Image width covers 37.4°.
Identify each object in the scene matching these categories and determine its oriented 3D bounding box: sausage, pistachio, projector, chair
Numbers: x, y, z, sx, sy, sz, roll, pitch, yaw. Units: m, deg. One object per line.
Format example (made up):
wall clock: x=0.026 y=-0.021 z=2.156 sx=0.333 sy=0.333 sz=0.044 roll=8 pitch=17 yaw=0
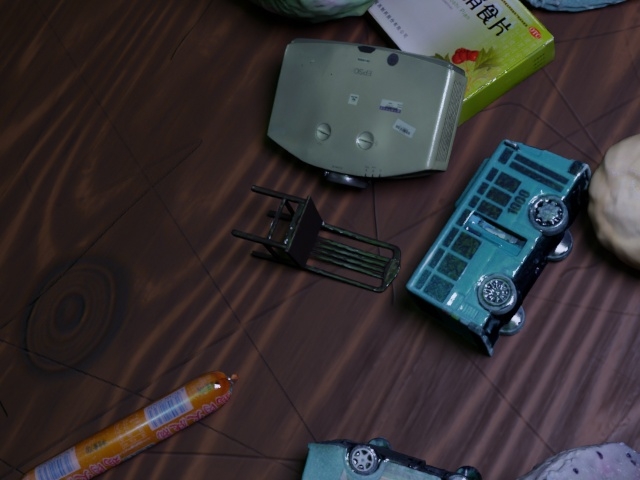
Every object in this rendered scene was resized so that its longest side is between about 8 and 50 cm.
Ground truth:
sausage: x=-0.262 y=0.267 z=1.276 sx=0.347 sy=0.053 sz=0.053 roll=-29 pitch=65 yaw=2
pistachio: x=0.486 y=-0.040 z=1.138 sx=0.318 sy=0.214 sz=0.193 roll=6 pitch=114 yaw=7
projector: x=0.061 y=-0.171 z=1.321 sx=0.269 sy=0.088 sz=0.194 roll=16 pitch=95 yaw=30
chair: x=0.000 y=0.000 z=1.287 sx=0.212 sy=0.101 sz=0.084 roll=15 pitch=74 yaw=20

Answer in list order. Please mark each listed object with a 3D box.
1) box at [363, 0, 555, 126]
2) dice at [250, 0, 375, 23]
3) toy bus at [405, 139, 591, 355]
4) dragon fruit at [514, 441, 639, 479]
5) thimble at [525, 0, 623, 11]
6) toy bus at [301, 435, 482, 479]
box: x=0.193 y=-0.315 z=1.382 sx=0.175 sy=0.062 sz=0.260 roll=-35 pitch=64 yaw=0
dice: x=-0.026 y=-0.526 z=1.348 sx=0.318 sy=0.330 sz=0.322 roll=-42 pitch=49 yaw=-10
toy bus: x=0.231 y=0.001 z=1.213 sx=0.147 sy=0.128 sz=0.256 roll=30 pitch=81 yaw=24
dragon fruit: x=0.292 y=0.363 z=1.022 sx=0.283 sy=0.204 sz=0.221 roll=40 pitch=50 yaw=-1
thimble: x=0.369 y=-0.423 z=1.311 sx=0.235 sy=0.198 sz=0.143 roll=10 pitch=67 yaw=-17
toy bus: x=0.106 y=0.309 z=1.150 sx=0.261 sy=0.091 sz=0.109 roll=14 pitch=84 yaw=20
